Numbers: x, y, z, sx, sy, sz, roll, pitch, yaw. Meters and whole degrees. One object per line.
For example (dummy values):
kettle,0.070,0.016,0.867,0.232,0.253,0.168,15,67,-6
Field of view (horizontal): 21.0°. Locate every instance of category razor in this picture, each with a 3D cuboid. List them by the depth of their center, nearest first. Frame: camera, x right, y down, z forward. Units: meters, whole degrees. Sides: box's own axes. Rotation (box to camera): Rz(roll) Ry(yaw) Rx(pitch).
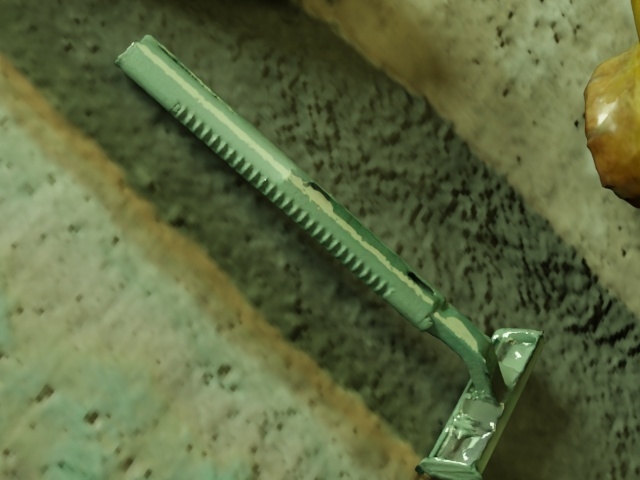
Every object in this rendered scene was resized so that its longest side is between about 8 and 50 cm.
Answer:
razor,0.004,-0.003,0.669,0.211,0.036,0.084,45,45,-14

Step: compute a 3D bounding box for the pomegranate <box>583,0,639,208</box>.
pomegranate,0.303,-0.101,0.749,0.416,0.416,0.417,18,58,-32
